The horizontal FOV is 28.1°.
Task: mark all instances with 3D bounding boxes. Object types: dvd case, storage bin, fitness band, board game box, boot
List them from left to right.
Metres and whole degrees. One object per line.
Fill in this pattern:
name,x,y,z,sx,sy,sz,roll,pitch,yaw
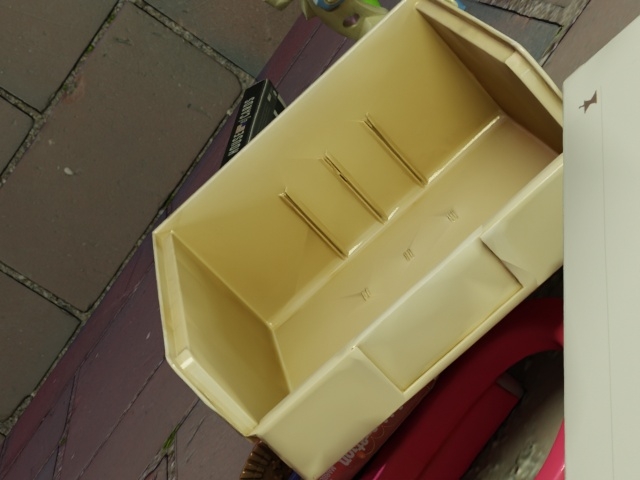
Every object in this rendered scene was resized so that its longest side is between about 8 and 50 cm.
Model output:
boot,-0.025,0.174,1.116,0.158,0.059,0.084,-53,8,-24
dvd case,0.000,0.000,1.054,0.029,0.239,0.179,-26,24,17
board game box,0.028,0.134,0.928,0.145,0.027,0.281,-50,-4,-48
storage bin,0.031,-0.013,0.816,0.262,0.123,0.260,-42,19,6
fitness band,0.085,0.167,0.766,0.291,0.054,0.209,-56,16,6

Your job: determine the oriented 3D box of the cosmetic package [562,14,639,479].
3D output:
cosmetic package,0.217,0.002,0.486,0.284,0.097,0.377,-40,30,42

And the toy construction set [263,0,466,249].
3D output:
toy construction set,0.057,-0.123,1.072,0.328,0.215,0.151,68,152,18
